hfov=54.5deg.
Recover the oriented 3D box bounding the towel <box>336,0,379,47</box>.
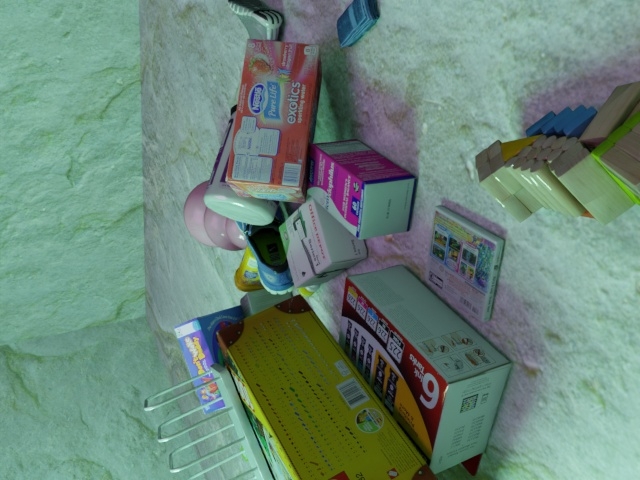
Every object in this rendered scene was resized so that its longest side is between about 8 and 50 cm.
[{"bbox_3d":[0.067,-0.418,1.174,0.119,0.029,0.067,-24,76,64],"label":"towel"}]

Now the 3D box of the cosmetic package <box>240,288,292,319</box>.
[{"bbox_3d":[-0.125,0.250,1.691,0.107,0.127,0.237,140,119,-63],"label":"cosmetic package"}]

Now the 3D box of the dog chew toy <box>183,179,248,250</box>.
[{"bbox_3d":[-0.254,-0.061,1.775,0.332,0.207,0.206,22,119,52],"label":"dog chew toy"}]

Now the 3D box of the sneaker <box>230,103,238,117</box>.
[{"bbox_3d":[-0.169,-0.250,1.636,0.130,0.109,0.286,104,148,-51],"label":"sneaker"}]

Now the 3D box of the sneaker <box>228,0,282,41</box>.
[{"bbox_3d":[-0.172,-0.526,1.564,0.228,0.086,0.132,48,142,46],"label":"sneaker"}]

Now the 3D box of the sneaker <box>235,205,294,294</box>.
[{"bbox_3d":[-0.135,-0.036,1.550,0.147,0.130,0.329,93,153,-62],"label":"sneaker"}]

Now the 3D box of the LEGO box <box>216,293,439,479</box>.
[{"bbox_3d":[0.011,0.409,1.173,0.500,0.193,0.372,49,155,44],"label":"LEGO box"}]

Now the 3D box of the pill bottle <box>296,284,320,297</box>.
[{"bbox_3d":[-0.027,0.111,1.534,0.083,0.044,0.043,-47,57,59],"label":"pill bottle"}]

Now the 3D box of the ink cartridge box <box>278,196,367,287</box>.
[{"bbox_3d":[0.000,0.000,1.384,0.219,0.093,0.160,-40,63,61],"label":"ink cartridge box"}]

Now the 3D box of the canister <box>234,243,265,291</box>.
[{"bbox_3d":[-0.157,0.067,1.688,0.170,0.126,0.073,119,143,-52],"label":"canister"}]

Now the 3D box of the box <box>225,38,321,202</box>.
[{"bbox_3d":[-0.089,-0.239,1.271,0.142,0.154,0.299,75,-159,-81],"label":"box"}]

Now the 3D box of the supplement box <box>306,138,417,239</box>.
[{"bbox_3d":[0.071,-0.104,1.184,0.220,0.114,0.111,-134,42,-52],"label":"supplement box"}]

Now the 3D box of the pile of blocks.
[{"bbox_3d":[0.324,-0.084,0.715,0.113,0.149,0.362,41,173,-17],"label":"pile of blocks"}]

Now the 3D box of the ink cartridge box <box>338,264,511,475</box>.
[{"bbox_3d":[0.160,0.241,1.103,0.309,0.130,0.271,45,139,50],"label":"ink cartridge box"}]

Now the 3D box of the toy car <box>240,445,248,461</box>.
[{"bbox_3d":[-0.119,0.580,1.781,0.188,0.155,0.148,16,114,51],"label":"toy car"}]

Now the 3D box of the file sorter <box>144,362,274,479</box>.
[{"bbox_3d":[-0.227,0.419,1.273,0.277,0.173,0.193,67,163,1],"label":"file sorter"}]

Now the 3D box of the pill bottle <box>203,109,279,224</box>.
[{"bbox_3d":[-0.147,-0.200,1.434,0.169,0.169,0.301,-11,60,64],"label":"pill bottle"}]

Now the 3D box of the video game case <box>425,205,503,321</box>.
[{"bbox_3d":[0.230,0.035,1.015,0.157,0.019,0.143,41,134,54],"label":"video game case"}]

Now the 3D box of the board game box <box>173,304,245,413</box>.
[{"bbox_3d":[-0.234,0.302,1.695,0.078,0.347,0.233,-23,84,20],"label":"board game box"}]
